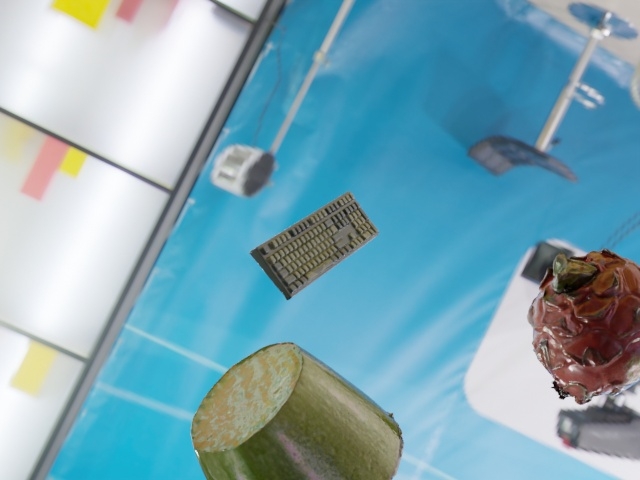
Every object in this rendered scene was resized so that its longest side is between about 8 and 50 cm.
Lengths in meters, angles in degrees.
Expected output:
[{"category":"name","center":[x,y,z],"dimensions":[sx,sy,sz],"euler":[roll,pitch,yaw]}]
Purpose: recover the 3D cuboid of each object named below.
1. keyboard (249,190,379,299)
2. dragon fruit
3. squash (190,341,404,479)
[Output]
[{"category":"keyboard","center":[0.000,0.001,0.909],"dimensions":[0.055,0.014,0.176],"euler":[54,-145,2]},{"category":"dragon fruit","center":[0.342,0.103,1.217],"dimensions":[0.172,0.172,0.209],"euler":[26,137,36]},{"category":"squash","center":[-0.030,0.170,0.821],"dimensions":[0.123,0.170,0.170],"euler":[52,169,-24]}]
